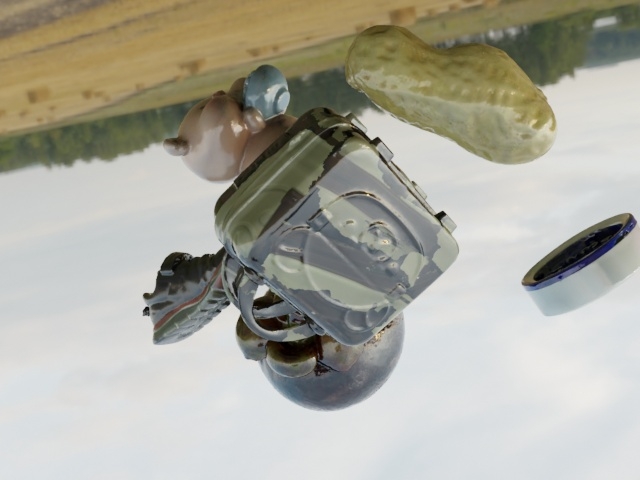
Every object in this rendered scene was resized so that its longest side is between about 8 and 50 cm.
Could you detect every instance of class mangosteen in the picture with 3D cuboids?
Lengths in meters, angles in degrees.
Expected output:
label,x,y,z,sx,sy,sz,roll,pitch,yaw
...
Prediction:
label,x,y,z,sx,sy,sz,roll,pitch,yaw
mangosteen,0.000,0.175,1.804,0.307,0.307,0.347,-7,169,26

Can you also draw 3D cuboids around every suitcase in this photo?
label,x,y,z,sx,sy,sz,roll,pitch,yaw
suitcase,0.000,0.000,1.433,0.339,0.351,0.194,-44,-141,5

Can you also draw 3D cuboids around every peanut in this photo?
label,x,y,z,sx,sy,sz,roll,pitch,yaw
peanut,0.190,-0.216,1.324,0.319,0.147,0.147,25,-166,4

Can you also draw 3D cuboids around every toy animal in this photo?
label,x,y,z,sx,sy,sz,roll,pitch,yaw
toy animal,-0.119,-0.170,1.648,0.229,0.221,0.210,-27,-166,24

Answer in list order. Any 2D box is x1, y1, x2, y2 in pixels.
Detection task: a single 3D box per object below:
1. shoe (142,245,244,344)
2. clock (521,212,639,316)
label,x,y,z,sx,sy,sz,roll,pitch,yaw
shoe,-0.234,0.074,1.770,0.291,0.137,0.114,-42,159,22
clock,0.474,0.044,1.662,0.230,0.083,0.230,-37,-177,2
